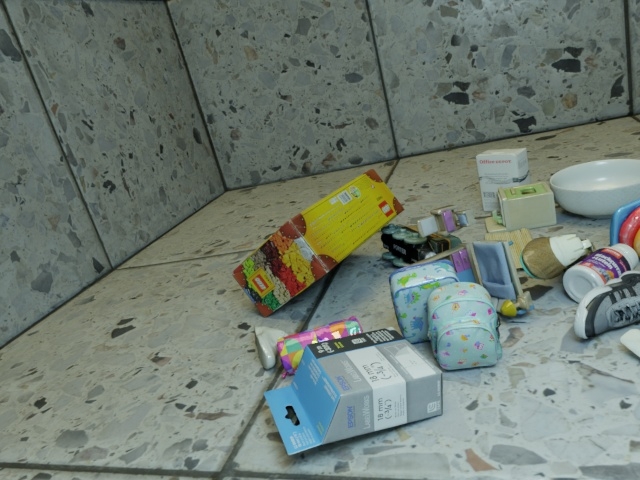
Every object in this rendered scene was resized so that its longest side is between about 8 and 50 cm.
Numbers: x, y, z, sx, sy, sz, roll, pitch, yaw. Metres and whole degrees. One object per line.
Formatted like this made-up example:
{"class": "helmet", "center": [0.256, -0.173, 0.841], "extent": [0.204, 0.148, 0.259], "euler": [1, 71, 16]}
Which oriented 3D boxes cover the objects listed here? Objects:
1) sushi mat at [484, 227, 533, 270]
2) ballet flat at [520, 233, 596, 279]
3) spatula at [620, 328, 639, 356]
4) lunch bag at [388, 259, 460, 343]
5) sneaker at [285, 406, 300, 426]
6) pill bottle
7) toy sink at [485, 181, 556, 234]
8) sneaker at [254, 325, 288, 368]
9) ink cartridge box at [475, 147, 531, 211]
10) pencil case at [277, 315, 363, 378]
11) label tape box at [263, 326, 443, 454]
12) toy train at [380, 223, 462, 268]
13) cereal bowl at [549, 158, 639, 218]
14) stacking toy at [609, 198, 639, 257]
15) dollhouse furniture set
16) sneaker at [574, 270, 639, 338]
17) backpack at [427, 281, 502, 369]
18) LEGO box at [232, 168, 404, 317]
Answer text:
{"class": "sushi mat", "center": [0.628, 0.029, 1.698], "extent": [0.151, 0.019, 0.316], "euler": [-10, 20, 17]}
{"class": "ballet flat", "center": [0.650, 0.033, 1.375], "extent": [0.342, 0.116, 0.124], "euler": [2, -27, -47]}
{"class": "spatula", "center": [0.740, 0.209, 1.003], "extent": [0.168, 0.019, 0.242], "euler": [-36, 35, -6]}
{"class": "lunch bag", "center": [0.271, 0.156, 1.297], "extent": [0.176, 0.219, 0.090], "euler": [-15, 37, 6]}
{"class": "sneaker", "center": [-0.068, 0.390, 1.162], "extent": [0.089, 0.051, 0.170], "euler": [-7, 16, 22]}
{"class": "pill bottle", "center": [0.729, 0.081, 1.334], "extent": [0.193, 0.108, 0.108], "euler": [-25, 21, -27]}
{"class": "toy sink", "center": [0.716, -0.123, 1.886], "extent": [0.234, 0.131, 0.153], "euler": [-10, 19, 17]}
{"class": "sneaker", "center": [-0.134, 0.289, 1.466], "extent": [0.094, 0.080, 0.212], "euler": [-6, 16, -11]}
{"class": "ink cartridge box", "center": [0.725, -0.238, 2.039], "extent": [0.100, 0.237, 0.172], "euler": [-30, 24, -36]}
{"class": "pencil case", "center": [0.000, 0.277, 1.359], "extent": [0.236, 0.104, 0.104], "euler": [-18, 19, -4]}
{"class": "label tape box", "center": [0.059, 0.308, 1.118], "extent": [0.334, 0.105, 0.240], "euler": [-9, 16, -17]}
{"class": "toy train", "center": [0.338, 0.019, 1.789], "extent": [0.190, 0.142, 0.334], "euler": [-8, 14, -17]}
{"class": "cereal bowl", "center": [0.984, -0.168, 1.795], "extent": [0.339, 0.141, 0.339], "euler": [-14, 19, 5]}
{"class": "stacking toy", "center": [0.926, 0.015, 1.347], "extent": [0.166, 0.175, 0.302], "euler": [-19, 30, -4]}
{"class": "dollhouse furniture set", "center": [0.374, 0.065, 1.374], "extent": [0.198, 0.286, 0.303], "euler": [-20, 8, -14]}
{"class": "sneaker", "center": [0.703, 0.154, 1.158], "extent": [0.269, 0.101, 0.153], "euler": [-24, 21, -24]}
{"class": "backpack", "center": [0.328, 0.196, 1.189], "extent": [0.166, 0.188, 0.144], "euler": [-9, 20, 15]}
{"class": "LEGO box", "center": [0.000, 0.000, 1.759], "extent": [0.500, 0.193, 0.372], "euler": [-36, -2, -46]}
